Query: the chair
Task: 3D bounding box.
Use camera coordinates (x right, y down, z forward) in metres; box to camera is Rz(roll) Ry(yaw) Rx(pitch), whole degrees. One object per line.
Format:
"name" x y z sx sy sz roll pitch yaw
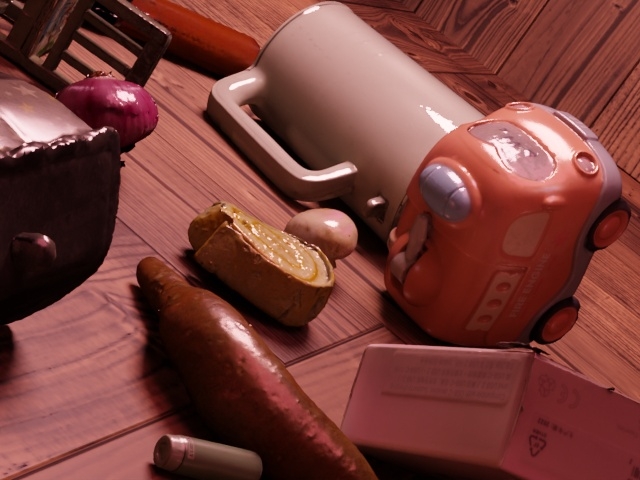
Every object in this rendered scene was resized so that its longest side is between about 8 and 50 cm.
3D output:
"chair" -0.290 -0.264 1.579 0.270 0.136 0.147 33 20 0

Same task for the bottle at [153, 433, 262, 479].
"bottle" -0.084 0.165 1.047 0.083 0.030 0.030 20 24 -35

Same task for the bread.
"bread" -0.061 0.022 1.385 0.156 0.064 0.117 31 15 -6

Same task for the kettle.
"kettle" 0.048 -0.130 1.793 0.318 0.265 0.205 46 -10 29

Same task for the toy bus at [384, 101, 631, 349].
"toy bus" 0.187 -0.013 1.574 0.232 0.287 0.194 -2 38 -36

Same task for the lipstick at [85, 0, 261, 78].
"lipstick" -0.234 -0.297 1.852 0.418 0.077 0.077 20 24 -41

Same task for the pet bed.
"pet bed" -0.242 -0.012 0.979 0.159 0.183 0.211 37 19 14

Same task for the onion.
"onion" -0.222 -0.121 1.430 0.115 0.115 0.104 -31 111 -70

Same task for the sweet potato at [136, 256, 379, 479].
"sweet potato" -0.074 0.111 1.142 0.346 0.079 0.108 45 -7 33

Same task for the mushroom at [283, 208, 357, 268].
"mushroom" 0.000 0.000 1.532 0.083 0.067 0.083 -5 8 1

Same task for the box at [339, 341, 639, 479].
"box" 0.168 0.165 1.178 0.203 0.106 0.252 24 -13 -27
